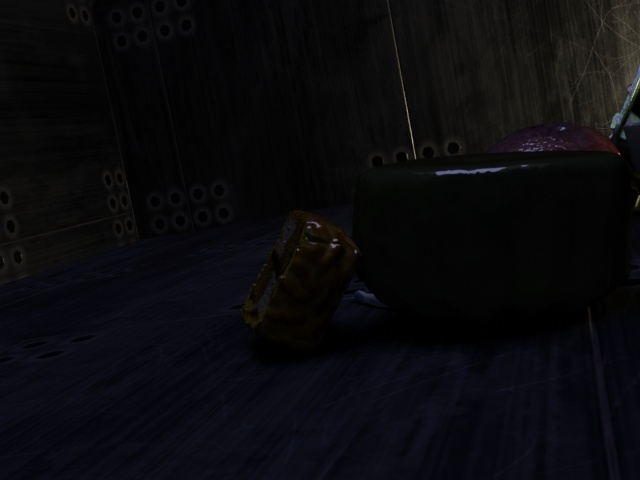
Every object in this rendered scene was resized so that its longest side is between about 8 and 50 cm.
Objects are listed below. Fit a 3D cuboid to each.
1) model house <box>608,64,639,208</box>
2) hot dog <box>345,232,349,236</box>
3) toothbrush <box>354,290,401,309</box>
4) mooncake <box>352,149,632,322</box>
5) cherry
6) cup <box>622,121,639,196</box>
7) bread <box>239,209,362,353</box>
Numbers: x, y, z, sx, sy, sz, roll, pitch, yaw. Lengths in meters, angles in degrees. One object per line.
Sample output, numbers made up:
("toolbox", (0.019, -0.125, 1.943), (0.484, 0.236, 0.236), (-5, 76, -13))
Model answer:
("model house", (0.722, -0.119, 1.663), (0.323, 0.340, 0.300), (17, -24, 23))
("hot dog", (0.000, 0.000, 2.086), (0.108, 0.059, 0.191), (-18, 11, -26))
("toothbrush", (0.113, 0.089, 1.228), (0.027, 0.021, 0.269), (-7, 4, -25))
("mooncake", (0.219, -0.014, 1.104), (0.356, 0.194, 0.356), (-4, 6, 0))
("cherry", (0.382, -0.077, 1.408), (0.261, 0.221, 0.307), (-18, 19, 4))
("cup", (0.487, -0.059, 0.999), (0.241, 0.226, 0.185), (-12, 5, -29))
("bread", (-0.028, 0.054, 1.126), (0.096, 0.181, 0.222), (26, 2, -11))
